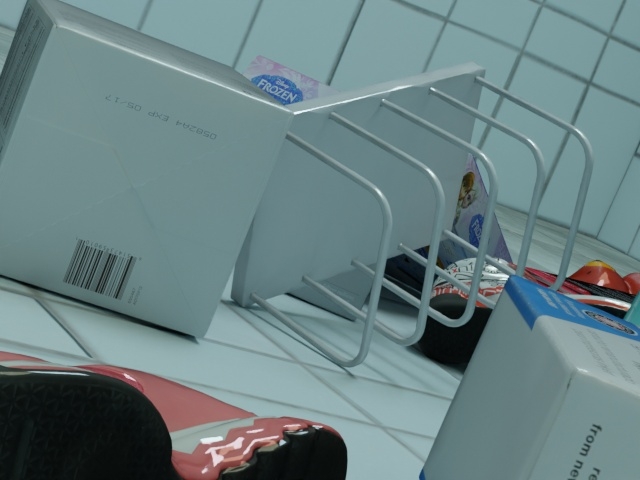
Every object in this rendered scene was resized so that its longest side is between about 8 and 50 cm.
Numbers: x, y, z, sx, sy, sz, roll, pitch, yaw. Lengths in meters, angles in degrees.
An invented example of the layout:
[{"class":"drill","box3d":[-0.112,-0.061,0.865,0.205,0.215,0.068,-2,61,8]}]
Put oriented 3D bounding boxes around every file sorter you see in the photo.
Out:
[{"class":"file sorter","box3d":[0.087,-0.023,1.426,0.278,0.193,0.173,-17,38,-39]}]

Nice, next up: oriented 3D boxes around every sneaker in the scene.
[{"class":"sneaker","box3d":[0.238,0.075,1.592,0.270,0.090,0.145,5,21,10]},{"class":"sneaker","box3d":[-0.116,0.107,0.684,0.136,0.116,0.314,15,-4,31]}]

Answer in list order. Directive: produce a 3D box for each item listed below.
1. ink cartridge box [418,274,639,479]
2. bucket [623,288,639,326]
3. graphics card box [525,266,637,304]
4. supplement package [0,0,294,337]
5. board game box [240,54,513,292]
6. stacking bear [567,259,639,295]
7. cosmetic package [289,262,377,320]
[{"class":"ink cartridge box","box3d":[0.276,0.187,0.936,0.395,0.166,0.285,23,8,-4]},{"class":"bucket","box3d":[0.371,0.151,1.393,0.281,0.183,0.281,22,8,-3]},{"class":"graphics card box","box3d":[0.395,0.134,1.756,0.371,0.094,0.233,12,13,-48]},{"class":"supplement package","box3d":[-0.173,-0.071,1.302,0.199,0.198,0.262,19,9,-18]},{"class":"board game box","box3d":[0.072,-0.053,1.865,0.318,0.066,0.318,28,-20,31]},{"class":"stacking bear","box3d":[0.435,0.102,2.032,0.289,0.164,0.175,9,3,-15]},{"class":"cosmetic package","box3d":[0.000,0.000,1.685,0.127,0.107,0.238,24,10,-2]}]
